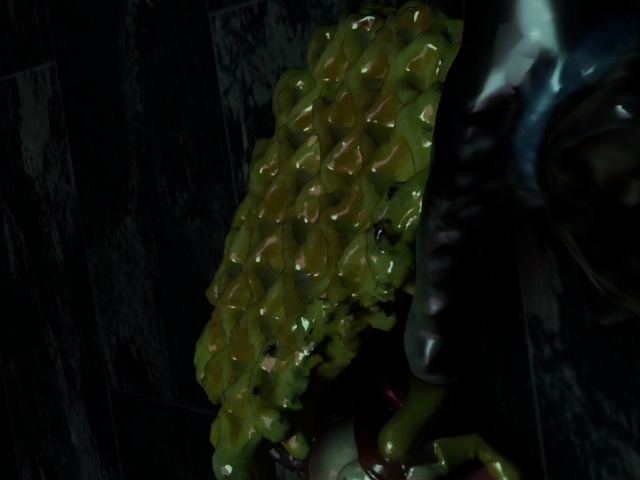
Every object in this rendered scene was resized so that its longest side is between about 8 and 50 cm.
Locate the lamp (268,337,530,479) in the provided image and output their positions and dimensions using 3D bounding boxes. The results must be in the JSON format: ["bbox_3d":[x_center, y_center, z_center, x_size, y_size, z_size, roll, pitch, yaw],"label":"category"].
[{"bbox_3d":[0.060,0.152,0.815,0.253,0.118,0.118,41,132,47],"label":"lamp"}]

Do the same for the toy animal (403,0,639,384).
[{"bbox_3d":[0.131,-0.102,0.544,0.302,0.194,0.344,-15,92,64],"label":"toy animal"}]

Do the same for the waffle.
[{"bbox_3d":[0.004,-0.009,0.793,0.301,0.058,0.281,-64,21,14],"label":"waffle"}]
